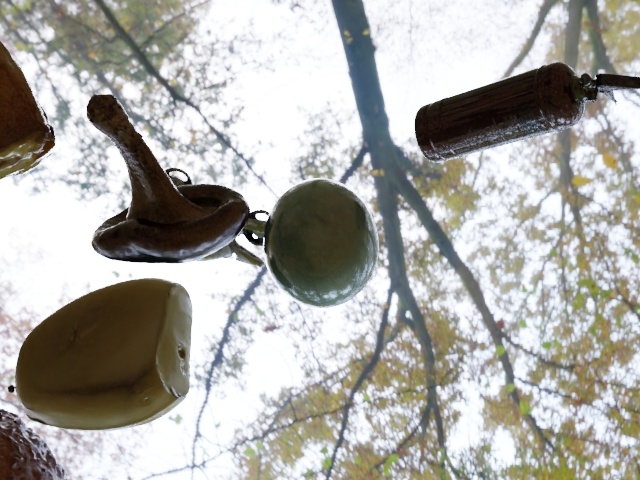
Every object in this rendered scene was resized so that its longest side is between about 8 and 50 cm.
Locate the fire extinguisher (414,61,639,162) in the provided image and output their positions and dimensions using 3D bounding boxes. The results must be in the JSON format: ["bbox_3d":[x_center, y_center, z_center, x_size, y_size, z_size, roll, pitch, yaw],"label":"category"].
[{"bbox_3d":[0.323,-0.203,1.155,0.344,0.138,0.102,-12,-107,39],"label":"fire extinguisher"}]

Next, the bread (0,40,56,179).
[{"bbox_3d":[-0.440,-0.152,0.846,0.210,0.099,0.235,-26,-106,-31],"label":"bread"}]

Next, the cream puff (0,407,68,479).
[{"bbox_3d":[-0.294,0.225,0.528,0.240,0.164,0.240,2,-111,-4],"label":"cream puff"}]

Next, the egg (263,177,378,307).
[{"bbox_3d":[0.000,0.000,1.089,0.168,0.168,0.231,-14,-145,5],"label":"egg"}]

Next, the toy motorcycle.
[{"bbox_3d":[-0.188,-0.022,1.255,0.151,0.228,0.074,-64,-163,1],"label":"toy motorcycle"}]

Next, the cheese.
[{"bbox_3d":[-0.357,0.187,1.193,0.315,0.128,0.259,-15,-137,17],"label":"cheese"}]

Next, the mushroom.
[{"bbox_3d":[-0.212,-0.080,0.913,0.227,0.217,0.148,-5,-152,23],"label":"mushroom"}]
